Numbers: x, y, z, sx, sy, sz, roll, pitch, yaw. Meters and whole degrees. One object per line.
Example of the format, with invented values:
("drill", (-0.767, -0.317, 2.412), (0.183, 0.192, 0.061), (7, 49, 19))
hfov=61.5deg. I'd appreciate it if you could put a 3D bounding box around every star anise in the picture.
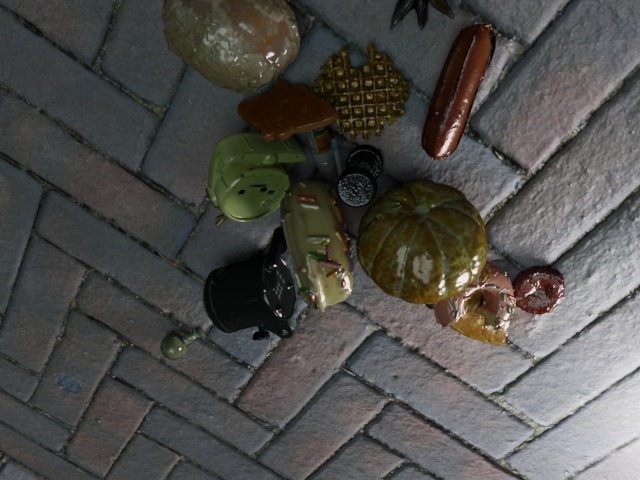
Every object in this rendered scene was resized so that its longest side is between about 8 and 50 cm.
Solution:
("star anise", (0.232, -0.557, 1.180), (0.180, 0.061, 0.205), (15, 122, 3))

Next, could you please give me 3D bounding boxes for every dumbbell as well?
("dumbbell", (0.102, -0.165, 1.362), (0.100, 0.191, 0.100), (6, 121, 10))

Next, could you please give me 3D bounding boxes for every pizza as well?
("pizza", (0.432, 0.183, 1.548), (0.365, 0.074, 0.182), (34, 106, -17))

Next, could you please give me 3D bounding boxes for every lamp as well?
("lamp", (-0.219, 0.154, 1.611), (0.271, 0.205, 0.374), (-1, 130, 9))
("lamp", (-0.475, 0.348, 1.866), (0.163, 0.091, 0.091), (-31, 110, 9))

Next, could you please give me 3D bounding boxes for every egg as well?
("egg", (-0.198, -0.475, 1.214), (0.310, 0.279, 0.279), (20, 122, 8))

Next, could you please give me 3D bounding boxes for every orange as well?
("orange", (0.252, -0.001, 1.346), (0.328, 0.330, 0.249), (-2, 141, 14))

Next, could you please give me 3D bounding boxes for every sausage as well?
("sausage", (0.315, -0.345, 1.265), (0.102, 0.102, 0.331), (17, 123, 3))

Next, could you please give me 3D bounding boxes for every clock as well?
("clock", (-0.184, -0.143, 1.427), (0.234, 0.096, 0.308), (-9, 143, -34))

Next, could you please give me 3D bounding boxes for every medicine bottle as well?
("medicine bottle", (0.016, -0.228, 1.394), (0.092, 0.061, 0.221), (29, 150, 39))

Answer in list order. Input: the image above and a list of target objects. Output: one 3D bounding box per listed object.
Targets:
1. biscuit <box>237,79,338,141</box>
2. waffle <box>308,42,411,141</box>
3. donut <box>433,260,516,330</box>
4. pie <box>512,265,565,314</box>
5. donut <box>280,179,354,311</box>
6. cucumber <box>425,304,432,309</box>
("biscuit", (-0.082, -0.317, 1.324), (0.280, 0.183, 0.043), (11, 159, 21))
("waffle", (0.098, -0.363, 1.331), (0.231, 0.051, 0.228), (40, 120, -12))
("donut", (0.424, 0.151, 1.449), (0.232, 0.085, 0.199), (3, 105, -14))
("pie", (0.613, 0.142, 1.515), (0.153, 0.038, 0.154), (5, 118, 10))
("donut", (-0.002, -0.008, 1.393), (0.150, 0.371, 0.308), (-14, 101, 5))
("cucumber", (0.275, 0.114, 1.570), (0.211, 0.062, 0.078), (38, 103, -21))
